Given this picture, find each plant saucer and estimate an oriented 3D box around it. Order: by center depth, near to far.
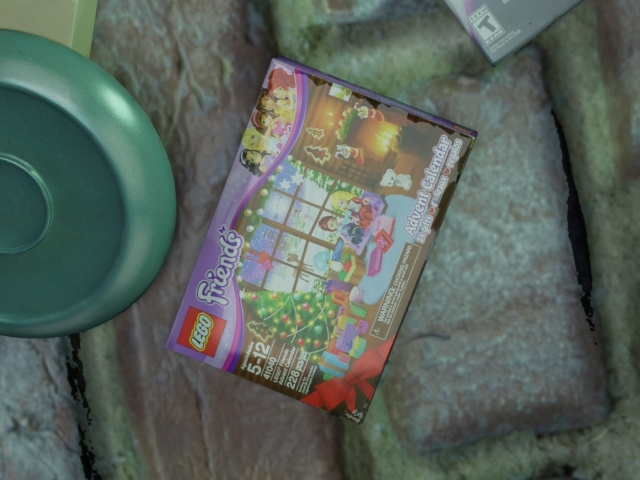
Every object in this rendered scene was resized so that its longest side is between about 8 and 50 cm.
[{"bbox_3d":[-0.292,-0.040,1.793,0.317,0.044,0.318,5,118,10],"label":"plant saucer"}]

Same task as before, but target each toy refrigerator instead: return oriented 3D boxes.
[{"bbox_3d":[-0.344,-0.227,1.785,0.269,0.094,0.102,14,121,3],"label":"toy refrigerator"}]

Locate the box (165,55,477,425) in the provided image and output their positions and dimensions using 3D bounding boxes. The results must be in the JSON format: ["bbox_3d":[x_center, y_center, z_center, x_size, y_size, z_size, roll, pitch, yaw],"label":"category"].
[{"bbox_3d":[0.000,0.000,1.807,0.201,0.057,0.293,21,101,3],"label":"box"}]

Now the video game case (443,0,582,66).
[{"bbox_3d":[0.153,-0.324,1.756,0.196,0.026,0.274,-37,94,10],"label":"video game case"}]
